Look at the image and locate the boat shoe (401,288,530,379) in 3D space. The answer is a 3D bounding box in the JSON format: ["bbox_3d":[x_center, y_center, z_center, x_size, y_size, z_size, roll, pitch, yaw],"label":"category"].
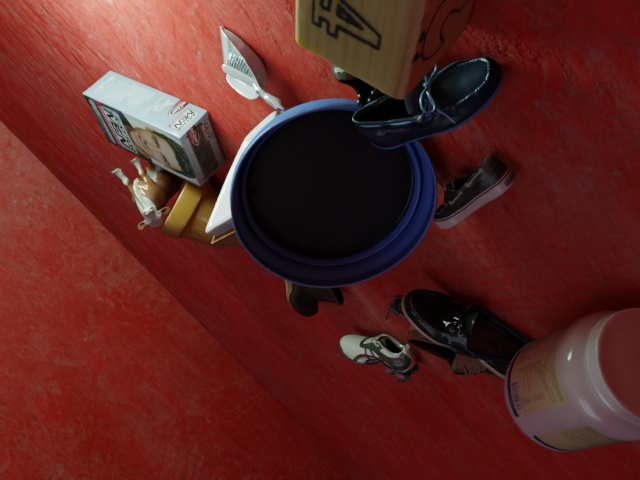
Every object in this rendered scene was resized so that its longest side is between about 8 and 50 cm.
[{"bbox_3d":[0.349,0.204,1.528,0.340,0.127,0.113,36,154,4],"label":"boat shoe"}]

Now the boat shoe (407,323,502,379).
[{"bbox_3d":[0.361,0.284,1.645,0.324,0.116,0.123,27,153,18],"label":"boat shoe"}]

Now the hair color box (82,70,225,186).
[{"bbox_3d":[-0.448,-0.304,1.800,0.374,0.114,0.185,25,151,27],"label":"hair color box"}]

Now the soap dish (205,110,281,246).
[{"bbox_3d":[-0.132,-0.125,1.483,0.118,0.291,0.229,28,159,-20],"label":"soap dish"}]

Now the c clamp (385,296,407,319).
[{"bbox_3d":[0.249,0.205,1.797,0.160,0.022,0.137,28,146,23],"label":"c clamp"}]

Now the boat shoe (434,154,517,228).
[{"bbox_3d":[0.265,-0.091,1.219,0.070,0.078,0.219,41,147,-5],"label":"boat shoe"}]

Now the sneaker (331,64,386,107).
[{"bbox_3d":[0.054,-0.315,1.092,0.078,0.106,0.234,7,140,48],"label":"sneaker"}]

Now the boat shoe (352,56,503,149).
[{"bbox_3d":[0.158,-0.211,1.047,0.089,0.109,0.258,26,141,-37],"label":"boat shoe"}]

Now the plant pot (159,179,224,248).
[{"bbox_3d":[-0.341,-0.073,1.965,0.188,0.205,0.205,29,158,-13],"label":"plant pot"}]

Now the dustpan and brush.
[{"bbox_3d":[-0.140,-0.333,1.387,0.211,0.060,0.147,33,154,15],"label":"dustpan and brush"}]

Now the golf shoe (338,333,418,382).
[{"bbox_3d":[0.174,0.324,2.032,0.272,0.105,0.120,15,131,32],"label":"golf shoe"}]

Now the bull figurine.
[{"bbox_3d":[-0.494,-0.159,1.944,0.101,0.310,0.188,-24,109,16],"label":"bull figurine"}]

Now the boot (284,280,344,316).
[{"bbox_3d":[-0.013,0.168,2.008,0.206,0.090,0.248,19,145,42],"label":"boot"}]

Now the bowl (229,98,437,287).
[{"bbox_3d":[0.023,-0.086,1.272,0.391,0.391,0.077,56,-167,-31],"label":"bowl"}]

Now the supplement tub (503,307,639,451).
[{"bbox_3d":[0.520,0.268,1.264,0.235,0.235,0.325,38,155,4],"label":"supplement tub"}]

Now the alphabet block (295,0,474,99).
[{"bbox_3d":[0.092,-0.347,0.890,0.193,0.192,0.197,34,156,16],"label":"alphabet block"}]
